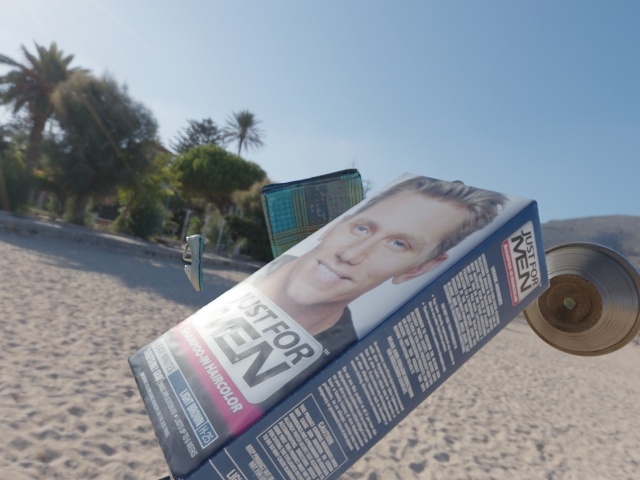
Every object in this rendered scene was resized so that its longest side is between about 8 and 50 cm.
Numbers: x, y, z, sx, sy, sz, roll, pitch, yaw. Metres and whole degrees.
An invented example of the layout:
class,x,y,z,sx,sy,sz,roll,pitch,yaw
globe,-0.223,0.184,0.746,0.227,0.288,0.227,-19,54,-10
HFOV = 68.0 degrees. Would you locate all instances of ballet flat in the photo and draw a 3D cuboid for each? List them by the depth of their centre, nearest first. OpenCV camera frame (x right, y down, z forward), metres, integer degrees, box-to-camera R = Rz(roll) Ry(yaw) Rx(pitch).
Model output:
class,x,y,z,sx,sy,sz,roll,pitch,yaw
ballet flat,-0.343,0.063,1.280,0.052,0.168,0.057,-3,-31,-8

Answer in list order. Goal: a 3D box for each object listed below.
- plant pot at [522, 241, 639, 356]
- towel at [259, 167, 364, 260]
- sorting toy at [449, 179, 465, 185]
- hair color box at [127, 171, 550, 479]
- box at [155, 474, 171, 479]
class,x,y,z,sx,sy,sz,roll,pitch,yaw
plant pot,0.512,0.121,0.955,0.237,0.238,0.109,10,8,41
towel,0.000,0.000,1.302,0.271,0.371,0.040,-13,29,-7
sorting toy,0.173,0.015,1.005,0.306,0.229,0.041,-13,13,21
hair color box,0.020,0.074,0.430,0.173,0.347,0.105,26,-35,54
box,-0.250,0.733,1.155,0.312,0.344,0.179,-28,-35,17
